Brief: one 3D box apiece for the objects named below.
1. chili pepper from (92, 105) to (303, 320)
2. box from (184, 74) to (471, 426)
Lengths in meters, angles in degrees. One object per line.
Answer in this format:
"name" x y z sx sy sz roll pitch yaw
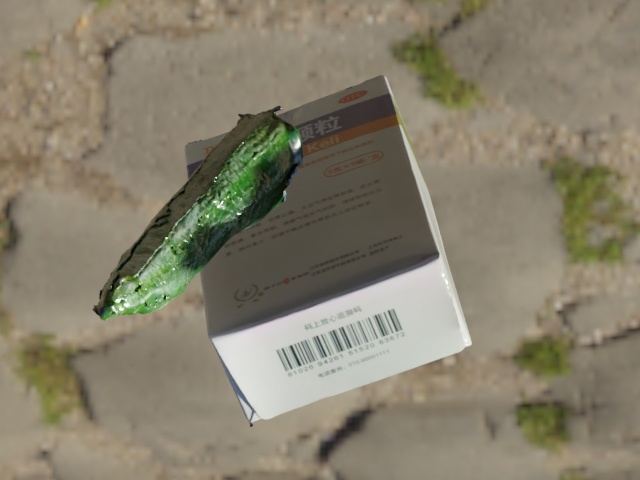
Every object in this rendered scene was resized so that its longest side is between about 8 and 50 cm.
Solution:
"chili pepper" -0.087 -0.009 1.295 0.059 0.227 0.088 34 128 7
"box" 0.000 0.000 1.693 0.200 0.299 0.106 -19 126 5
